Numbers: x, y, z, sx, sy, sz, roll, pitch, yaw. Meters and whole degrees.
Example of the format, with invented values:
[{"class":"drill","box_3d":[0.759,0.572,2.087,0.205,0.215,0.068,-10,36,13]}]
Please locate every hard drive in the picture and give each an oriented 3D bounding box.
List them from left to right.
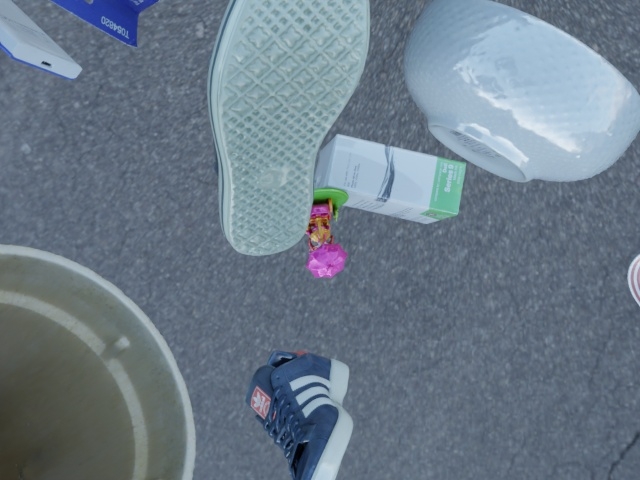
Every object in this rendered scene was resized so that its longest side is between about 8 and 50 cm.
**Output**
[{"class":"hard drive","box_3d":[-0.650,-0.456,1.369,0.318,0.210,0.040,43,99,8]}]

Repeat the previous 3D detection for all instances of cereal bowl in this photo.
[{"class":"cereal bowl","box_3d":[0.253,-0.179,0.944,0.339,0.339,0.141,30,92,-5]}]

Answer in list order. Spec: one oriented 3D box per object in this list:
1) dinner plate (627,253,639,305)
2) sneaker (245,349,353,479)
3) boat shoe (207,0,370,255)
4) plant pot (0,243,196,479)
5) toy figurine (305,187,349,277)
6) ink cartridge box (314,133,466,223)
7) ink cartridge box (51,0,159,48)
[{"class":"dinner plate","box_3d":[0.440,0.061,0.818,0.141,0.017,0.141,37,151,25]},{"class":"sneaker","box_3d":[-0.042,0.260,0.993,0.148,0.350,0.131,20,100,-4]},{"class":"boat shoe","box_3d":[-0.063,-0.182,0.899,0.186,0.156,0.500,-5,143,-15]},{"class":"plant pot","box_3d":[-0.353,0.225,0.694,0.305,0.334,0.334,-36,106,26]},{"class":"toy figurine","box_3d":[0.000,0.000,1.360,0.130,0.173,0.159,-6,74,-6]},{"class":"ink cartridge box","box_3d":[0.141,-0.129,1.497,0.289,0.211,0.122,12,85,-9]},{"class":"ink cartridge box","box_3d":[-0.272,-0.376,0.809,0.045,0.223,0.224,-4,80,27]}]
